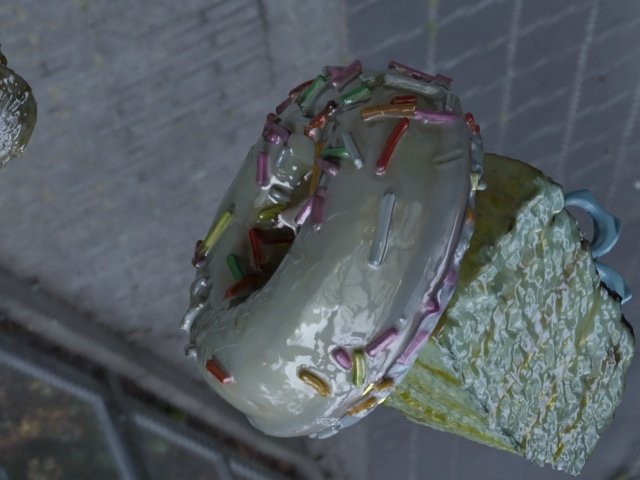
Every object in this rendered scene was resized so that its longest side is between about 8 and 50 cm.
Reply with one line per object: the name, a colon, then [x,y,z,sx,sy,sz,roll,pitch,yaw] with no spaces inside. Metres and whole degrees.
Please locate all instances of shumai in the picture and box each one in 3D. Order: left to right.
shumai: [-0.300,-0.122,1.301,0.146,0.116,0.145,-12,140,-10]

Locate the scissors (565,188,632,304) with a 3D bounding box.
scissors: [0.233,0.028,2.023,0.360,0.191,0.029,-1,167,-22]

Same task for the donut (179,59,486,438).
donut: [0.000,0.000,1.507,0.142,0.382,0.382,25,133,-23]

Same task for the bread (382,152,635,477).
bread: [0.152,0.085,1.754,0.239,0.264,0.395,-62,141,-19]
